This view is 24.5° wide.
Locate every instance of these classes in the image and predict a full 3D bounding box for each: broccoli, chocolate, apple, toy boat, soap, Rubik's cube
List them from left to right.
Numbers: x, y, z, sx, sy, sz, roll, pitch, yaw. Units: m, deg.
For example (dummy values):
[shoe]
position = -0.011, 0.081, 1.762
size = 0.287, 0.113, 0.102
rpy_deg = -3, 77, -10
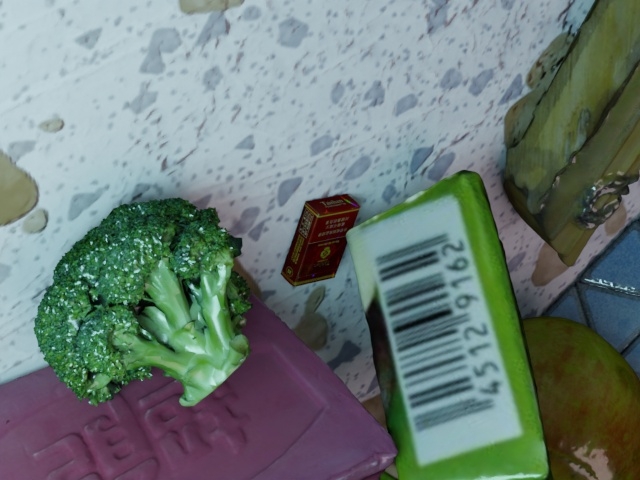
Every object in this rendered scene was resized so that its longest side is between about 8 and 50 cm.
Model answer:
[soap]
position = -0.146, 0.200, 1.185
size = 0.359, 0.233, 0.128
rpy_deg = -21, 137, -32
[broccoli]
position = -0.129, 0.053, 1.132
size = 0.195, 0.156, 0.195
rpy_deg = -47, 180, 0
[chocolate]
position = 0.127, 0.139, 1.348
size = 0.137, 0.301, 0.289
rpy_deg = -13, 150, 5
[apple]
position = 0.238, 0.202, 1.607
size = 0.226, 0.246, 0.246
rpy_deg = -68, 170, -49
[toy boat]
position = 0.308, -0.165, 1.400
size = 0.162, 0.136, 0.445
rpy_deg = -2, 132, -41
[Rubik's cube]
position = 0.406, 0.084, 1.745
size = 0.233, 0.229, 0.228
rpy_deg = -26, 119, 41

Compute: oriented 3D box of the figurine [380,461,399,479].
[figurine]
position = 0.060, 0.344, 1.653
size = 0.263, 0.143, 0.162
rpy_deg = -51, 144, -14

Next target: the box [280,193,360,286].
[box]
position = 0.000, 0.000, 1.320
size = 0.051, 0.023, 0.082
rpy_deg = -11, 133, -40
